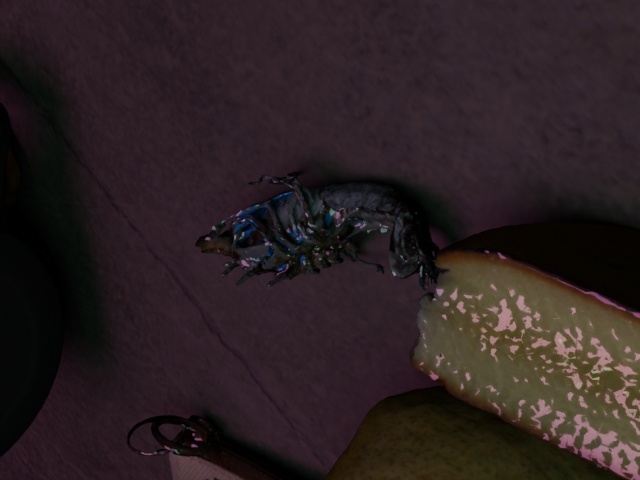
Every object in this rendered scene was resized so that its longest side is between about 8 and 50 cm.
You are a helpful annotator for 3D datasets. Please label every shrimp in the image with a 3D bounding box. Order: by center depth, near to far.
[{"bbox_3d":[0.002,-0.004,0.618,0.174,0.076,0.082,0,154,39],"label":"shrimp"}]

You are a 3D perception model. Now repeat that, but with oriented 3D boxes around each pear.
[{"bbox_3d":[0.094,0.197,0.543,0.211,0.188,0.228,32,134,43],"label":"pear"}]

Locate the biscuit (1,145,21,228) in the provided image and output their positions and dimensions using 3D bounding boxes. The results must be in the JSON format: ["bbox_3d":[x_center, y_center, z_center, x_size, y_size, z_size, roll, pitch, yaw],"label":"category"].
[{"bbox_3d":[-0.291,-0.065,0.871,0.102,0.019,0.130,43,137,18],"label":"biscuit"}]

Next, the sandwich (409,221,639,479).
[{"bbox_3d":[0.167,0.061,0.467,0.258,0.096,0.094,24,122,33],"label":"sandwich"}]

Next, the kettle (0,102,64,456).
[{"bbox_3d":[-0.399,-0.008,0.857,0.377,0.250,0.361,20,98,38],"label":"kettle"}]

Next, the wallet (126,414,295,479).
[{"bbox_3d":[-0.005,0.287,0.783,0.335,0.068,0.274,17,123,34],"label":"wallet"}]
